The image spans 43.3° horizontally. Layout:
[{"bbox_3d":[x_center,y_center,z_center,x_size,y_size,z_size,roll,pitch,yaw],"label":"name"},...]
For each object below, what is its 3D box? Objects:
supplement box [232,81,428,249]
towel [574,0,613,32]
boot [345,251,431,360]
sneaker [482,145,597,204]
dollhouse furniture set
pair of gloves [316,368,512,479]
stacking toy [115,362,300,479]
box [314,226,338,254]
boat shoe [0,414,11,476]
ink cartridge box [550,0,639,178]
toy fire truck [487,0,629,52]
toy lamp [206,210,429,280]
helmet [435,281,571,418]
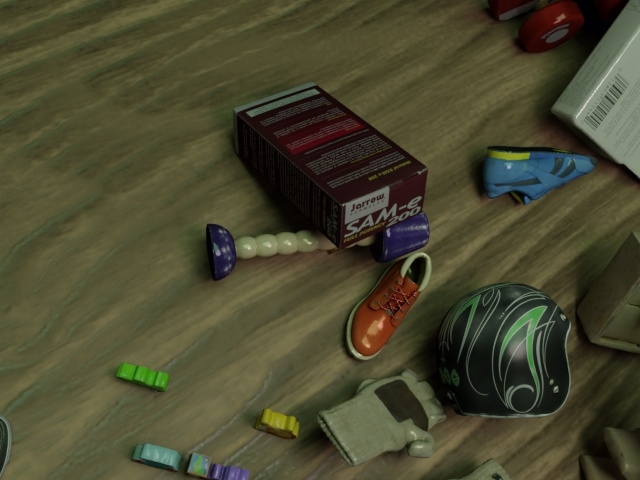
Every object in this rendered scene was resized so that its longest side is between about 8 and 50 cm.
[{"bbox_3d":[0.006,-0.101,1.003,0.130,0.073,0.239,-24,46,-26],"label":"supplement box"},{"bbox_3d":[0.574,-0.454,1.420,0.308,0.076,0.228,0,77,-21],"label":"towel"},{"bbox_3d":[0.088,0.080,1.023,0.059,0.084,0.158,36,64,-7],"label":"boot"},{"bbox_3d":[0.323,-0.097,1.198,0.209,0.069,0.082,-4,105,-31],"label":"sneaker"},{"bbox_3d":[0.523,0.194,1.003,0.256,0.362,0.394,12,37,-14],"label":"dollhouse furniture set"},{"bbox_3d":[0.117,0.263,0.942,0.240,0.042,0.204,49,34,16],"label":"pair of gloves"},{"bbox_3d":[-0.144,0.249,0.894,0.221,0.052,0.167,20,63,-10],"label":"stacking toy"},{"bbox_3d":[0.017,-0.058,1.080,0.081,0.028,0.136,-25,83,-26],"label":"box"},{"bbox_3d":[-0.352,0.245,0.819,0.049,0.040,0.142,20,65,-12],"label":"boat shoe"},{"bbox_3d":[0.532,-0.246,1.238,0.261,0.066,0.296,31,99,-31],"label":"ink cartridge box"},{"bbox_3d":[0.389,-0.432,1.207,0.302,0.254,0.170,-21,77,7],"label":"toy fire truck"},{"bbox_3d":[0.000,0.000,1.000,0.274,0.080,0.080,-8,73,-13],"label":"toy lamp"},{"bbox_3d":[0.228,0.133,1.012,0.169,0.169,0.162,0,87,-21],"label":"helmet"}]
